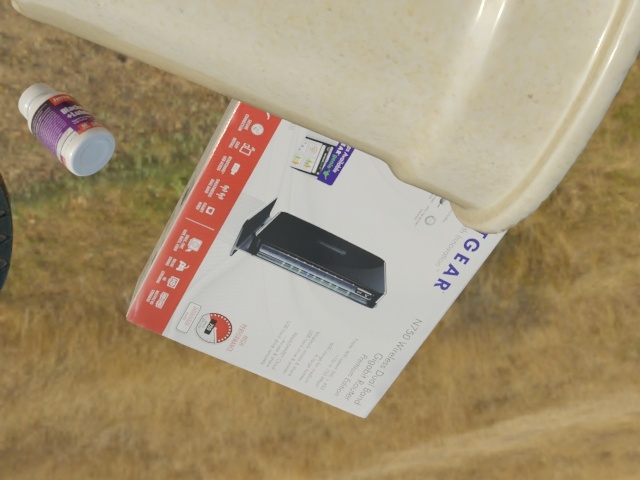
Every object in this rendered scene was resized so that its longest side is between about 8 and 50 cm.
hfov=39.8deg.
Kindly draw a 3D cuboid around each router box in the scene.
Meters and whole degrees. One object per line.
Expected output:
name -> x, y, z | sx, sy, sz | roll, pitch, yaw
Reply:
router box -> 0.000, 0.000, 0.937 | 0.301, 0.082, 0.336 | 24, 118, -14

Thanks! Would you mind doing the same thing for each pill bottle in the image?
pill bottle -> -0.499, -0.222, 1.722 | 0.108, 0.193, 0.108 | -40, 156, -22

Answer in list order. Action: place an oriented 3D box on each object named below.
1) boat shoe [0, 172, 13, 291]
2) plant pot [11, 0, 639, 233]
boat shoe -> -0.408, 0.050, 0.909 | 0.122, 0.120, 0.324 | 10, 119, -35
plant pot -> -0.006, -0.202, 0.502 | 0.305, 0.334, 0.334 | 14, 155, -7
